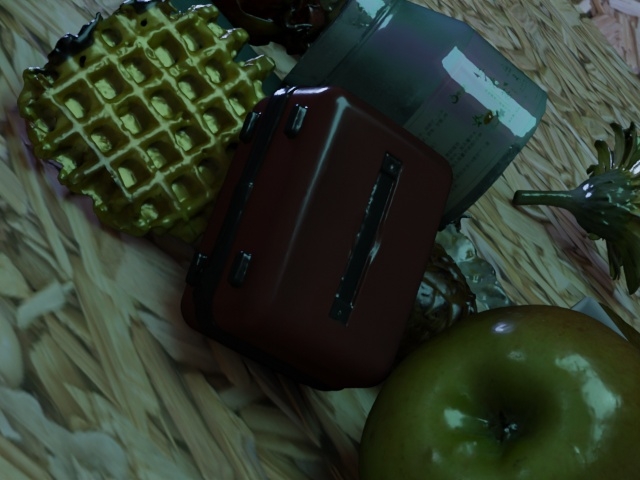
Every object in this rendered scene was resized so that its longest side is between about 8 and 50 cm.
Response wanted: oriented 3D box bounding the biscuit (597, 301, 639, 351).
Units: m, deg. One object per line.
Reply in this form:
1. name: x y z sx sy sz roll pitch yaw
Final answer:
1. biscuit: 0.532 0.231 2.263 0.273 0.049 0.257 45 26 -10

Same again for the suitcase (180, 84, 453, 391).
1. suitcase: 0.000 0.000 1.493 0.236 0.161 0.297 30 70 -34

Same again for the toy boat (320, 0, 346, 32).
1. toy boat: -0.083 -0.460 2.130 0.445 0.136 0.162 44 -3 -2

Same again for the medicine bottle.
1. medicine bottle: 0.117 -0.192 1.819 0.290 0.245 0.245 39 27 -7

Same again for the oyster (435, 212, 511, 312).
1. oyster: 0.175 0.040 1.932 0.214 0.083 0.222 2 55 -51

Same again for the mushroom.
1. mushroom: 0.095 0.066 1.708 0.253 0.153 0.253 39 18 -15

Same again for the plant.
1. plant: 0.524 -0.087 2.436 0.297 0.261 0.306 36 18 -24

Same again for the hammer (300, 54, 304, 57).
1. hammer: -0.089 -0.355 2.115 0.365 0.043 0.111 43 28 -7

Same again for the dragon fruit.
1. dragon fruit: -0.117 -0.399 1.902 0.315 0.250 0.250 42 22 23

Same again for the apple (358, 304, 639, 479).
1. apple: 0.207 0.221 1.439 0.305 0.338 0.338 39 24 -51

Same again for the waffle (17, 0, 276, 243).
1. waffle: -0.179 -0.148 1.532 0.307 0.060 0.311 27 58 -24

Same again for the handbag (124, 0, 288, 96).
1. handbag: -0.149 -0.190 1.736 0.274 0.100 0.268 44 23 -11

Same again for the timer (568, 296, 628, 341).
1. timer: 0.320 0.216 1.788 0.195 0.192 0.194 52 26 7
